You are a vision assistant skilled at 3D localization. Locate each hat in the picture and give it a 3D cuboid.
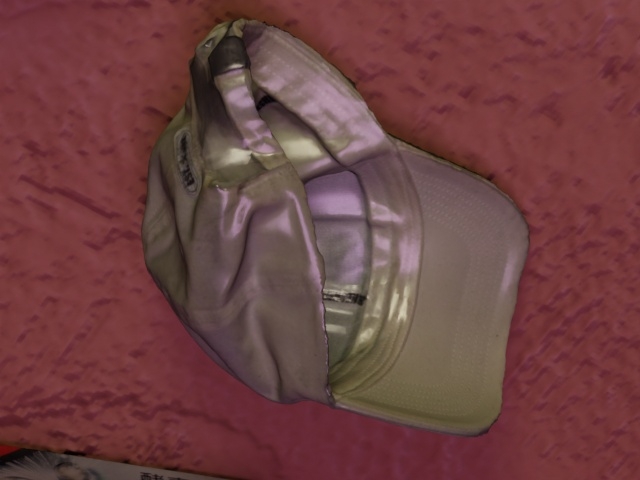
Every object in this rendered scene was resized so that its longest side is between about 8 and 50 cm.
[{"bbox_3d":[0.007,0.001,0.708,0.166,0.081,0.122,17,77,-31],"label":"hat"}]

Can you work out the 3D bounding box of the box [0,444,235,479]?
[{"bbox_3d":[-0.126,0.105,0.750,0.218,0.055,0.039,11,116,-12],"label":"box"}]
